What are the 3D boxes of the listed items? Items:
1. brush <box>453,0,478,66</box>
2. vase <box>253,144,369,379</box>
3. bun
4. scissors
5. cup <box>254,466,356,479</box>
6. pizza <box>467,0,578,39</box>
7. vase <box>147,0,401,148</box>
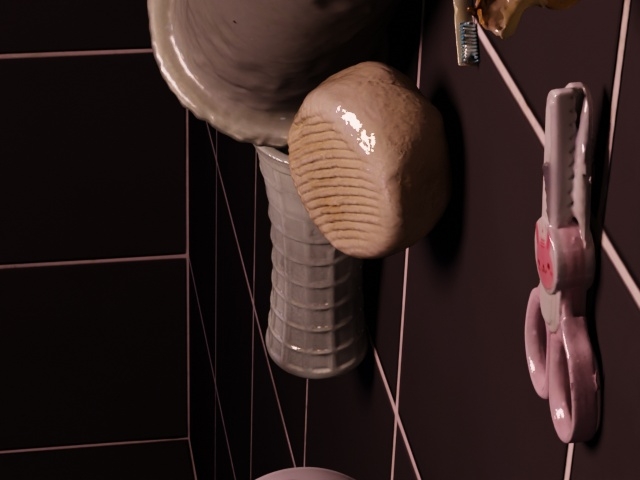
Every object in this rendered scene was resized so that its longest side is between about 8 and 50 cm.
[{"bbox_3d":[0.113,-0.178,1.434,0.013,0.016,0.083,156,110,-67],"label":"brush"},{"bbox_3d":[0.000,0.000,1.860,0.143,0.143,0.298,-104,11,-49],"label":"vase"},{"bbox_3d":[0.051,-0.073,1.554,0.173,0.113,0.166,39,142,45],"label":"bun"},{"bbox_3d":[0.158,0.011,1.183,0.118,0.031,0.242,-111,16,-61],"label":"scissors"},{"bbox_3d":[0.008,0.342,1.654,0.317,0.212,0.212,-154,61,-79],"label":"cup"},{"bbox_3d":[0.140,-0.232,0.988,0.323,0.089,0.223,115,160,-77],"label":"pizza"},{"bbox_3d":[-0.015,-0.240,1.607,0.291,0.245,0.245,129,137,-68],"label":"vase"}]
